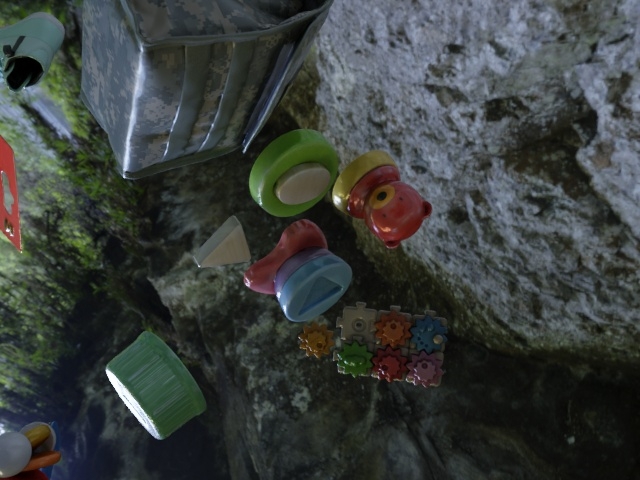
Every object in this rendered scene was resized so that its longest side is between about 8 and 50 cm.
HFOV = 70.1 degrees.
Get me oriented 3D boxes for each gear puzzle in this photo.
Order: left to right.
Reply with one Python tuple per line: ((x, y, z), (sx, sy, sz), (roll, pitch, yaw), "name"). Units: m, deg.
((0.115, 0.233, 1.038), (0.338, 0.044, 0.176), (6, -86, 7), "gear puzzle")

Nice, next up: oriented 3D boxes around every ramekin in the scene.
((-0.491, 0.432, 1.344), (0.303, 0.303, 0.148), (20, -136, 38), "ramekin")

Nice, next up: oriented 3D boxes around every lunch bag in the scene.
((-0.128, -0.223, 0.576), (0.287, 0.235, 0.169), (-24, -101, -36), "lunch bag")

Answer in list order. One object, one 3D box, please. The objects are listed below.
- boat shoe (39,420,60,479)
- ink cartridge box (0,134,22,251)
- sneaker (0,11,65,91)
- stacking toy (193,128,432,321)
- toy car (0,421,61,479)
((-0.912, 0.684, 1.470), (0.089, 0.109, 0.258), (-16, -161, -12), "boat shoe")
((-0.793, -0.173, 0.961), (0.385, 0.308, 0.091), (40, -139, 12), "ink cartridge box")
((-0.642, -0.353, 0.920), (0.255, 0.094, 0.151), (-17, -125, 21), "sneaker")
((0.000, 0.000, 0.676), (0.309, 0.279, 0.130), (-51, -124, 17), "stacking toy")
((-0.574, 0.435, 0.845), (0.182, 0.159, 0.136), (-33, -96, -12), "toy car")
